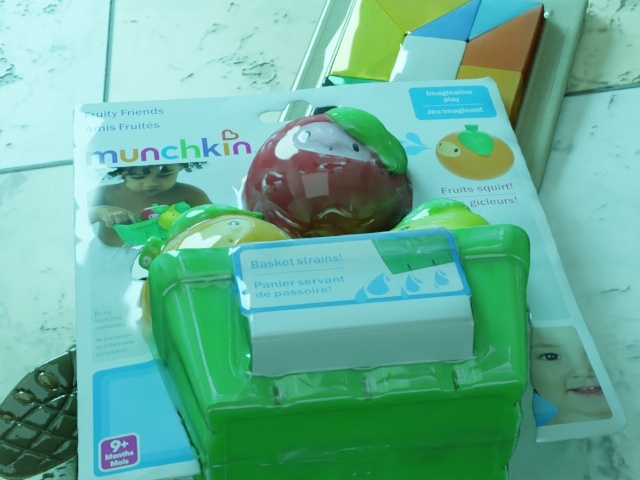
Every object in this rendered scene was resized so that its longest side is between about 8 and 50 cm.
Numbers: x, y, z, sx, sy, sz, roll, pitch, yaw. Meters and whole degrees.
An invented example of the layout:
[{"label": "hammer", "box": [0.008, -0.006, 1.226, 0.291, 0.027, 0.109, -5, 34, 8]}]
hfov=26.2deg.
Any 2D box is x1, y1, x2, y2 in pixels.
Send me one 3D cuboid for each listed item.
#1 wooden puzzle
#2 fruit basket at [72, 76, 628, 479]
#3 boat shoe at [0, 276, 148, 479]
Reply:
[{"label": "wooden puzzle", "box": [0.087, -0.137, 1.107, 0.221, 0.044, 0.238, 9, 53, 17]}, {"label": "fruit basket", "box": [0.000, 0.000, 0.906, 0.327, 0.165, 0.353, -4, 50, -6]}, {"label": "boat shoe", "box": [-0.159, 0.101, 0.946, 0.064, 0.060, 0.178, 41, 62, 6]}]
